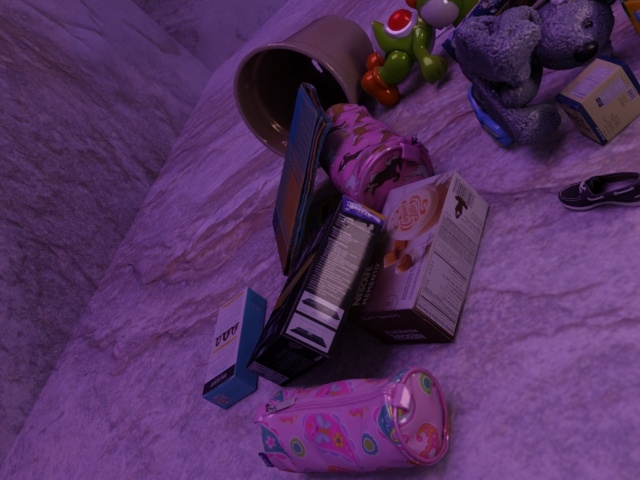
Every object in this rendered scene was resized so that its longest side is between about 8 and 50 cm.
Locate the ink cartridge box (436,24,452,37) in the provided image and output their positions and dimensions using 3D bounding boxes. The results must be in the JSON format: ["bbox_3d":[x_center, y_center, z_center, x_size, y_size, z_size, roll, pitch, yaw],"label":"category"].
[{"bbox_3d":[0.337,-0.599,1.393,0.180,0.060,0.104,-33,33,32],"label":"ink cartridge box"}]

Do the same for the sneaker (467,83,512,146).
[{"bbox_3d":[0.314,-0.230,0.987,0.078,0.067,0.188,-30,35,14],"label":"sneaker"}]

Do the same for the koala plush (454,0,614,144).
[{"bbox_3d":[0.338,-0.299,0.851,0.221,0.196,0.203,-30,39,8],"label":"koala plush"}]

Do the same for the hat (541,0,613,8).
[{"bbox_3d":[0.433,-0.503,0.992,0.173,0.183,0.209,-42,28,17],"label":"hat"}]

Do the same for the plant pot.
[{"bbox_3d":[-0.007,-0.424,1.475,0.333,0.334,0.306,-21,29,45],"label":"plant pot"}]

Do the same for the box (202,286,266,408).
[{"bbox_3d":[-0.176,0.219,1.180,0.100,0.060,0.244,-37,30,27],"label":"box"}]

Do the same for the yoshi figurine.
[{"bbox_3d":[0.263,-0.466,1.284,0.203,0.204,0.362,-21,-15,-42],"label":"yoshi figurine"}]

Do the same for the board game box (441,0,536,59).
[{"bbox_3d":[0.347,-0.442,1.081,0.243,0.042,0.165,-47,-14,20],"label":"board game box"}]

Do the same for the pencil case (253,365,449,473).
[{"bbox_3d":[0.033,0.248,0.762,0.284,0.124,0.124,-22,39,43],"label":"pencil case"}]

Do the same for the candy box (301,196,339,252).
[{"bbox_3d":[0.000,0.000,1.216,0.105,0.027,0.206,-40,29,29],"label":"candy box"}]

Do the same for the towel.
[{"bbox_3d":[-0.050,-0.141,1.261,0.271,0.040,0.370,-107,27,-58],"label":"towel"}]

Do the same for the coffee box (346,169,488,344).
[{"bbox_3d":[0.151,0.028,0.869,0.141,0.098,0.247,-15,44,50],"label":"coffee box"}]

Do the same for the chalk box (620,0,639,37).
[{"bbox_3d":[0.494,-0.394,0.794,0.132,0.132,0.213,-26,44,40],"label":"chalk box"}]

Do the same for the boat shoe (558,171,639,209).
[{"bbox_3d":[0.361,-0.066,0.728,0.046,0.038,0.125,-58,28,-13],"label":"boat shoe"}]

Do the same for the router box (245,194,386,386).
[{"bbox_3d":[-0.018,0.098,0.939,0.243,0.081,0.309,-66,6,-26],"label":"router box"}]

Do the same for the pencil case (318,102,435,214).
[{"bbox_3d":[0.092,-0.168,1.138,0.167,0.160,0.386,-24,27,-4],"label":"pencil case"}]

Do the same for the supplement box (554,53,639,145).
[{"bbox_3d":[0.394,-0.196,0.787,0.083,0.083,0.056,-44,27,13],"label":"supplement box"}]
